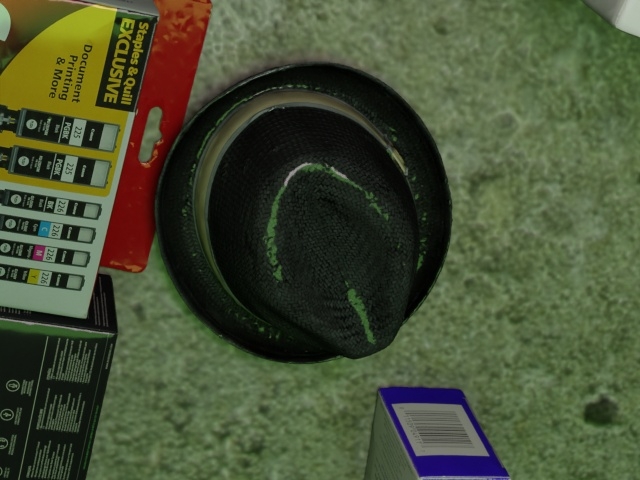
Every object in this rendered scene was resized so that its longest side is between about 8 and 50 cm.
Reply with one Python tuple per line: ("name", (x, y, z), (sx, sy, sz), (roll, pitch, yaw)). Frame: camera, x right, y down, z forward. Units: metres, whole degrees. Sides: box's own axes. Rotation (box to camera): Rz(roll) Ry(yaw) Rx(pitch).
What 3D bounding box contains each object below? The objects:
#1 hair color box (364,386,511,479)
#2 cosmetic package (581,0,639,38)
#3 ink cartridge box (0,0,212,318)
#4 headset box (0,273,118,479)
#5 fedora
("hair color box", (0.107, 0.351, 1.770), (0.110, 0.185, 0.339), (3, 114, -14))
("cosmetic package", (0.390, -0.326, 1.395), (0.327, 0.394, 0.329), (19, 109, -18))
("ink cartridge box", (-0.254, -0.098, 1.524), (0.271, 0.130, 0.309), (9, 112, -17))
("headset box", (-0.363, 0.148, 1.615), (0.283, 0.131, 0.246), (8, 113, -14))
("fedora", (0.000, 0.000, 1.596), (0.334, 0.152, 0.334), (-6, 115, -12))
